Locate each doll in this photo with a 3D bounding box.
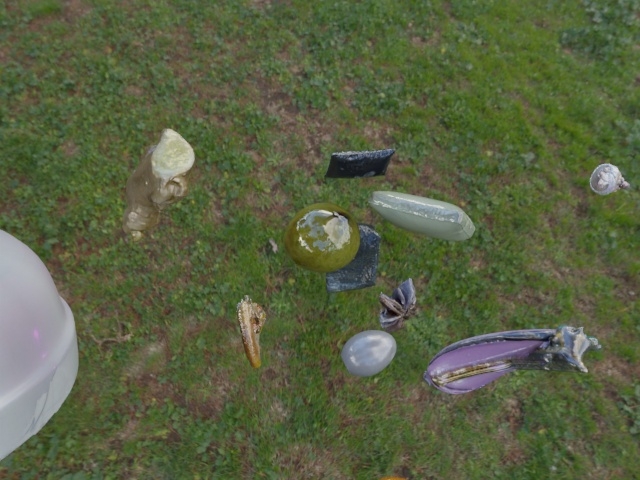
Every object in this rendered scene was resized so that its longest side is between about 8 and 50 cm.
[{"bbox_3d":[0.696,-0.143,1.061,0.084,0.073,0.127,30,25,29],"label":"doll"}]

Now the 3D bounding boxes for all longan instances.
[{"bbox_3d":[0.000,0.000,0.911,0.155,0.176,0.145,26,55,-17],"label":"longan"}]

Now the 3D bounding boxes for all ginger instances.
[{"bbox_3d":[-0.288,-0.095,0.763,0.074,0.213,0.137,12,56,-35],"label":"ginger"}]

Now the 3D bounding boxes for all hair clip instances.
[{"bbox_3d":[0.359,0.244,0.894,0.110,0.359,0.095,24,55,-38],"label":"hair clip"}]

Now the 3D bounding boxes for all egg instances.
[{"bbox_3d":[0.202,0.459,1.812,0.232,0.176,0.176,-19,64,-4],"label":"egg"}]

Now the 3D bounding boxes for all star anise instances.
[{"bbox_3d":[0.280,0.239,1.619,0.093,0.236,0.229,31,95,37],"label":"star anise"}]

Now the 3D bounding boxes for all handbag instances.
[{"bbox_3d":[0.099,0.053,1.432,0.175,0.270,0.088,-1,24,-10],"label":"handbag"}]

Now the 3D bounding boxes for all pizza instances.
[{"bbox_3d":[-0.165,0.214,1.129,0.053,0.195,0.184,-8,101,2],"label":"pizza"}]

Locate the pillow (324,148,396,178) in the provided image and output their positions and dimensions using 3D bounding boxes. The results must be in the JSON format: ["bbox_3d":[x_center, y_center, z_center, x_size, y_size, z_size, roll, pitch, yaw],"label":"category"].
[{"bbox_3d":[0.123,-0.242,1.407,0.209,0.141,0.055,-4,66,-12],"label":"pillow"}]

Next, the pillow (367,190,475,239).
[{"bbox_3d":[0.340,-0.083,1.482,0.323,0.255,0.119,18,88,30],"label":"pillow"}]

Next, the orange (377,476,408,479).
[{"bbox_3d":[0.258,0.902,1.455,0.240,0.240,0.171,21,102,8],"label":"orange"}]

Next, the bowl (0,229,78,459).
[{"bbox_3d":[-0.343,0.056,0.326,0.287,0.143,0.287,9,20,-3],"label":"bowl"}]
